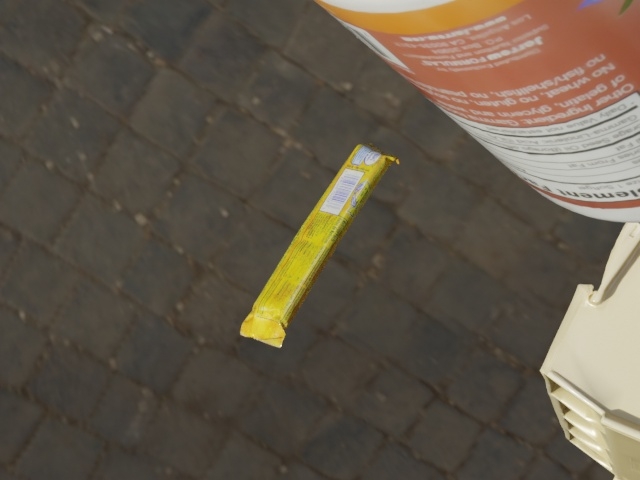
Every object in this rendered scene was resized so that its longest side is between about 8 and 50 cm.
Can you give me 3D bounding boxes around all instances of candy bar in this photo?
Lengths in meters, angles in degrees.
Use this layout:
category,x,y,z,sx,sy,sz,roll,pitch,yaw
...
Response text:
category,x,y,z,sx,sy,sz,roll,pitch,yaw
candy bar,0.000,0.000,1.107,0.161,0.040,0.018,-57,133,-14

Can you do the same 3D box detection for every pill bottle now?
category,x,y,z,sx,sy,sz,roll,pitch,yaw
pill bottle,0.084,-0.079,0.499,0.121,0.121,0.216,-54,139,2

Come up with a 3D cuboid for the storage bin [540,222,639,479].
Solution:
category,x,y,z,sx,sy,sz,roll,pitch,yaw
storage bin,0.260,0.094,0.848,0.260,0.262,0.123,22,81,16
